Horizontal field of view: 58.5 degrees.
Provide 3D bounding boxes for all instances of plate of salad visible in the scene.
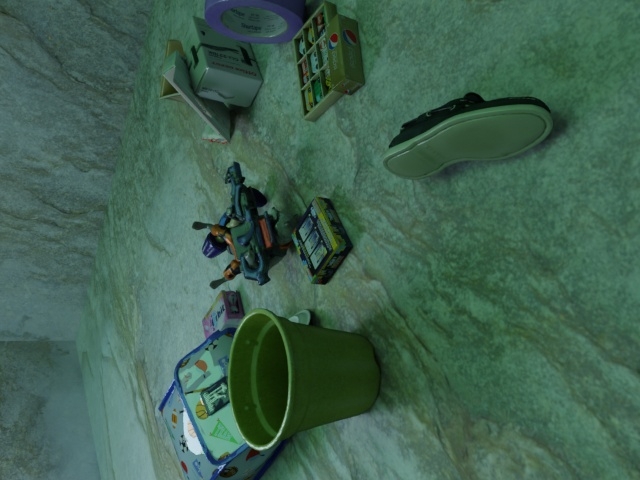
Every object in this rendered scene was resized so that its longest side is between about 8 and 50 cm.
[{"bbox_3d":[-0.083,0.262,1.443,0.200,0.048,0.200,-47,15,16],"label":"plate of salad"}]

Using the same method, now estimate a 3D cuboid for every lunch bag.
[{"bbox_3d":[-0.261,0.471,1.546,0.386,0.238,0.328,-55,53,33],"label":"lunch bag"}]

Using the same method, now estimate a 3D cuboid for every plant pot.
[{"bbox_3d":[-0.024,0.286,1.210,0.276,0.253,0.276,-15,72,56],"label":"plant pot"}]

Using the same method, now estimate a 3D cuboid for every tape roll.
[{"bbox_3d":[-0.179,-0.641,1.578,0.274,0.274,0.090,-4,82,56],"label":"tape roll"}]

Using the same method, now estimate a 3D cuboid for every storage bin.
[{"bbox_3d":[-0.519,-0.680,2.238,0.262,0.123,0.261,13,96,57],"label":"storage bin"}]

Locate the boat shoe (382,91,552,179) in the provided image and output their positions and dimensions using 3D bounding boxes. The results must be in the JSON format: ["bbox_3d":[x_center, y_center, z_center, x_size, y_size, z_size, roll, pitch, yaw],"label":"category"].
[{"bbox_3d":[0.251,-0.200,1.002,0.340,0.127,0.113,-18,47,57],"label":"boat shoe"}]

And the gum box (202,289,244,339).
[{"bbox_3d":[-0.310,0.250,1.822,0.188,0.062,0.107,-54,44,38],"label":"gum box"}]

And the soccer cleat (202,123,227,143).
[{"bbox_3d":[-0.373,-0.386,2.023,0.196,0.068,0.076,22,101,59],"label":"soccer cleat"}]

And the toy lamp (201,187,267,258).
[{"bbox_3d":[-0.272,-0.047,1.756,0.274,0.080,0.080,-45,48,25],"label":"toy lamp"}]

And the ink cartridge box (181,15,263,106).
[{"bbox_3d":[-0.322,-0.579,1.855,0.114,0.196,0.273,-51,46,39],"label":"ink cartridge box"}]

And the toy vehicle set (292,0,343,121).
[{"bbox_3d":[-0.003,-0.468,1.500,0.166,0.035,0.267,-33,58,49],"label":"toy vehicle set"}]

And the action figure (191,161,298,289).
[{"bbox_3d":[-0.203,-0.035,1.595,0.330,0.178,0.342,-13,82,33],"label":"action figure"}]

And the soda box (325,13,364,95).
[{"bbox_3d":[0.057,-0.448,1.381,0.058,0.061,0.182,-28,62,51],"label":"soda box"}]

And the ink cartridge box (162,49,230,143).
[{"bbox_3d":[-0.396,-0.450,1.847,0.060,0.275,0.239,-30,38,16],"label":"ink cartridge box"}]

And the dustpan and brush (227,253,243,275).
[{"bbox_3d":[-0.260,0.060,1.794,0.211,0.060,0.148,-31,46,42],"label":"dustpan and brush"}]

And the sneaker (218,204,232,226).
[{"bbox_3d":[-0.283,-0.082,1.832,0.209,0.069,0.082,-55,39,36],"label":"sneaker"}]

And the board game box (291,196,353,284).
[{"bbox_3d":[0.000,0.000,1.408,0.141,0.048,0.170,-55,43,34],"label":"board game box"}]
